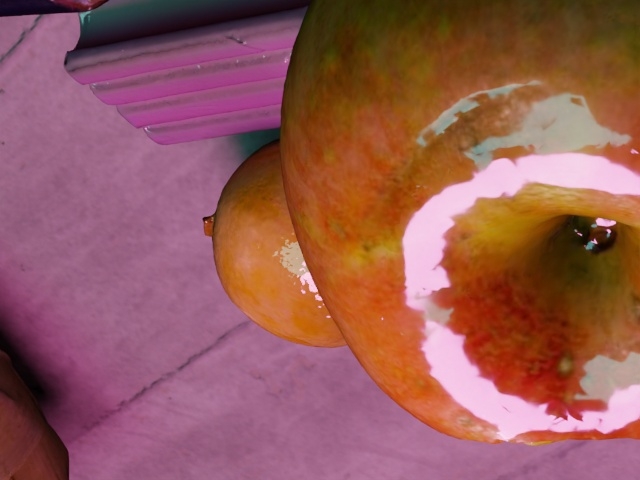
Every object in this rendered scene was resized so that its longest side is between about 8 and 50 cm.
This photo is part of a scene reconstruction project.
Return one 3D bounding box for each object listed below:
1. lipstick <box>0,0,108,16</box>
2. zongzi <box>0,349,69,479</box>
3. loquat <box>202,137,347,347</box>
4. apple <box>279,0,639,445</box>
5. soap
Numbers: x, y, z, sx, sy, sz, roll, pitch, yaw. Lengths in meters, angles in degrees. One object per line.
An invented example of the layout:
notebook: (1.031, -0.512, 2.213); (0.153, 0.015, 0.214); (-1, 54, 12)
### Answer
lipstick: (-0.118, -0.178, 1.018); (0.418, 0.077, 0.077); (4, 133, 53)
zongzi: (-0.420, 0.125, 1.527); (0.500, 0.218, 0.467); (-28, 81, 57)
loquat: (0.000, 0.000, 1.167); (0.163, 0.137, 0.163); (7, 116, 14)
apple: (0.147, -0.063, 0.921); (0.340, 0.339, 0.339); (14, 133, 16)
soap: (-0.050, -0.123, 1.109); (0.203, 0.065, 0.122); (-6, 154, 30)
